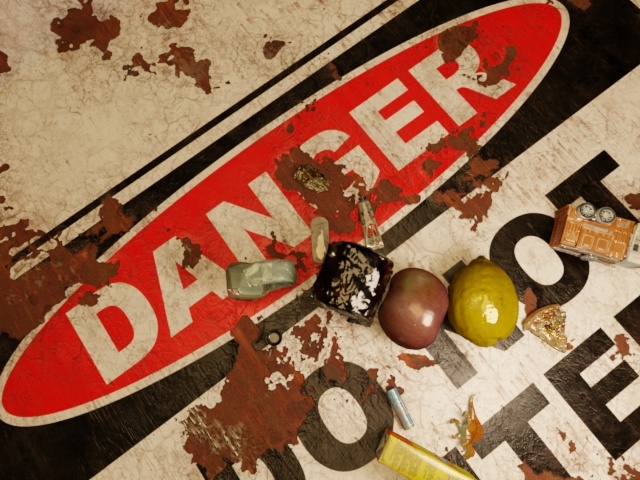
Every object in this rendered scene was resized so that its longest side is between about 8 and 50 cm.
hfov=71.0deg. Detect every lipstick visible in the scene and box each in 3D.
[{"bbox_3d":[0.309,0.654,1.747,0.048,0.048,0.158,-26,77,-3],"label":"lipstick"}]

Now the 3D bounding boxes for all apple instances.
[{"bbox_3d":[0.351,0.259,1.718,0.234,0.306,0.306,24,79,8],"label":"apple"}]

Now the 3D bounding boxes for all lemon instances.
[{"bbox_3d":[0.617,0.234,1.717,0.285,0.285,0.317,-6,100,2],"label":"lemon"}]

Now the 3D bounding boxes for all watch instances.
[{"bbox_3d":[-0.225,0.149,1.793,0.241,0.253,0.162,-18,74,38],"label":"watch"}]

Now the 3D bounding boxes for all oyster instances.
[{"bbox_3d":[-0.036,-0.272,1.987,0.105,0.056,0.177,-42,73,-14],"label":"oyster"}]

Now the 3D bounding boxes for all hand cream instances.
[{"bbox_3d":[0.206,-0.075,1.932,0.080,0.050,0.234,-14,82,-4],"label":"hand cream"}]

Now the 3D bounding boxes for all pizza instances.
[{"bbox_3d":[0.918,0.360,1.783,0.185,0.052,0.195,-29,77,-1],"label":"pizza"}]

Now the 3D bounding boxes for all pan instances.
[{"bbox_3d":[-0.196,0.423,1.842,0.068,0.023,0.116,14,75,6],"label":"pan"}]

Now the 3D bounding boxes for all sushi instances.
[{"bbox_3d":[0.121,0.160,1.750,0.281,0.299,0.295,20,80,24],"label":"sushi"}]

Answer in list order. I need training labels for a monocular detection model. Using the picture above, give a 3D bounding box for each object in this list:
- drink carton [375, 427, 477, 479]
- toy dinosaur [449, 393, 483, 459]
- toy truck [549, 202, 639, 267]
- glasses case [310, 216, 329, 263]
[{"bbox_3d":[0.384,0.833,1.645,0.351,0.154,0.111,26,79,9],"label":"drink carton"},{"bbox_3d":[0.580,0.716,1.715,0.142,0.057,0.212,43,83,0],"label":"toy dinosaur"},{"bbox_3d":[1.143,-0.006,1.799,0.387,0.173,0.207,17,85,10],"label":"toy truck"},{"bbox_3d":[0.000,0.000,1.917,0.080,0.051,0.205,-6,77,3],"label":"glasses case"}]
